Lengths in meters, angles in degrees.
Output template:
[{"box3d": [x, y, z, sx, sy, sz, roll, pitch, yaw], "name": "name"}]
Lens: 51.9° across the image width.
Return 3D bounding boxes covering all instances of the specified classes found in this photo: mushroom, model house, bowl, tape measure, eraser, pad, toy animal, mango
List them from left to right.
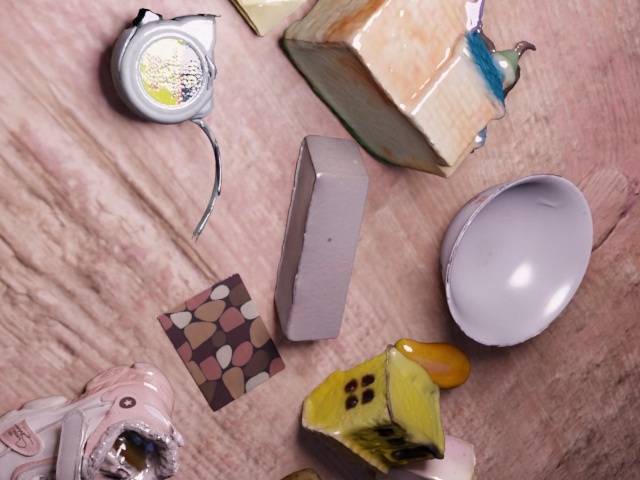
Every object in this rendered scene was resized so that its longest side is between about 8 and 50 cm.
[{"box3d": [-0.223, -0.164, 0.962, 0.163, 0.084, 0.331, -2, 108, -24], "name": "tape measure"}, {"box3d": [-0.169, 0.184, 1.172, 0.158, 0.003, 0.235, -30, 119, -14], "name": "pad"}, {"box3d": [0.000, 0.000, 1.146, 0.111, 0.077, 0.353, 1, 108, -30], "name": "eraser"}, {"box3d": [0.094, 0.337, 1.275, 0.234, 0.175, 0.193, -23, 131, 31], "name": "model house"}, {"box3d": [0.158, -0.301, 1.025, 0.280, 0.245, 0.312, -52, 124, -10], "name": "model house"}, {"box3d": [0.220, 0.479, 1.424, 0.162, 0.173, 0.236, -58, 175, -39], "name": "mushroom"}, {"box3d": [0.228, 0.255, 1.353, 0.183, 0.085, 0.102, 17, 102, -25], "name": "mango"}, {"box3d": [0.298, -0.282, 1.197, 0.148, 0.084, 0.233, 33, 87, -48], "name": "toy animal"}, {"box3d": [0.346, 0.018, 1.277, 0.345, 0.157, 0.346, -10, 114, -23], "name": "bowl"}]

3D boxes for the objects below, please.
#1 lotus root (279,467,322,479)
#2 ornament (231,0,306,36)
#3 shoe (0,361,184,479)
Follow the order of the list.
[{"box3d": [-0.073, 0.551, 1.289, 0.241, 0.124, 0.123, -43, 137, -9], "name": "lotus root"}, {"box3d": [-0.076, -0.392, 0.969, 0.201, 0.059, 0.180, -5, 114, -27], "name": "ornament"}, {"box3d": [-0.379, 0.333, 1.009, 0.350, 0.198, 0.172, -32, 117, -14], "name": "shoe"}]
